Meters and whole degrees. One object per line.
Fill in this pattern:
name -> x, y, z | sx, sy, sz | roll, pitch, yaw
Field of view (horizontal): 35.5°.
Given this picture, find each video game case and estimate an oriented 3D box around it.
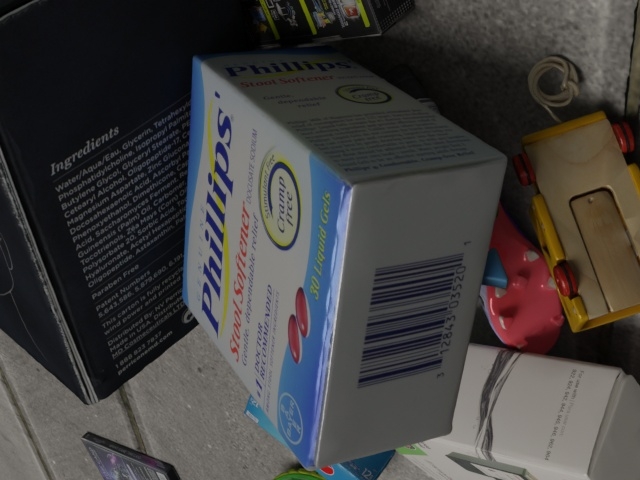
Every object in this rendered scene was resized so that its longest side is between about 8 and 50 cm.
video game case -> -0.363, 0.501, 2.050 | 0.274, 0.026, 0.196 | 10, 132, 41

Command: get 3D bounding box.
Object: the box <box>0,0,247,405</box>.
box -> -0.328, -0.167, 1.059 | 0.480, 0.297, 0.471 | 33, 148, 29

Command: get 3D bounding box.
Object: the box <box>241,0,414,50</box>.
box -> -0.055, -0.308, 0.903 | 0.216, 0.060, 0.270 | 3, 127, 43

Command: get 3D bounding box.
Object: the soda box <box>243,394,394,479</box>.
soda box -> -0.003, 0.271, 1.415 | 0.210, 0.071, 0.067 | 37, 145, 12

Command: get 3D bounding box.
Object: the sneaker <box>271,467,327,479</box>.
sneaker -> 0.012, 0.436, 1.518 | 0.295, 0.123, 0.109 | 10, 132, 41

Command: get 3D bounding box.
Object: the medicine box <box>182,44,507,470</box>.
medicine box -> 0.000, 0.000, 0.873 | 0.289, 0.149, 0.263 | 43, 134, 49

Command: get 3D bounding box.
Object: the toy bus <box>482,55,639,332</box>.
toy bus -> 0.228, -0.021, 0.857 | 0.191, 0.202, 0.104 | 27, 172, 13

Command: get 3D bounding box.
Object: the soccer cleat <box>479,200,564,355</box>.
soccer cleat -> 0.165, 0.010, 0.997 | 0.248, 0.083, 0.095 | 55, 175, -23

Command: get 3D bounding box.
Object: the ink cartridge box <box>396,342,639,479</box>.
ink cartridge box -> 0.208, 0.201, 1.044 | 0.273, 0.114, 0.198 | 6, 153, 42

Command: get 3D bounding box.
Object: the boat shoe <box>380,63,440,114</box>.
boat shoe -> 0.034, -0.106, 1.007 | 0.228, 0.080, 0.076 | -36, 74, 59
